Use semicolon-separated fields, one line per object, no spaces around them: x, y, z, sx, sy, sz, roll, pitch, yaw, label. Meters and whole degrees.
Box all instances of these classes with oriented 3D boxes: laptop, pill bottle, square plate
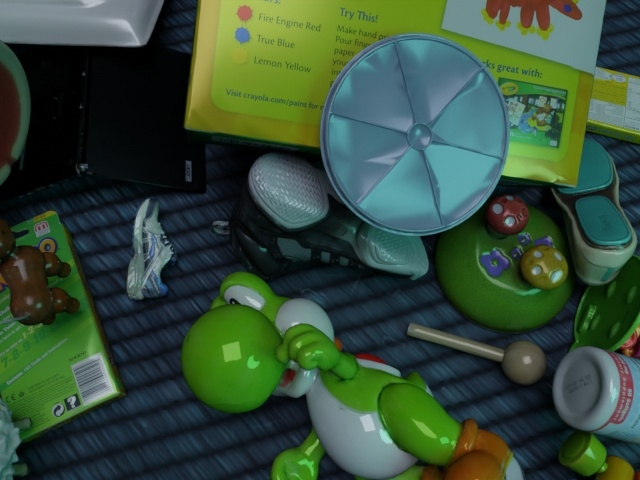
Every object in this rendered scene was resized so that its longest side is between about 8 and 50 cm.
-0.314;-0.161;0.805;0.264;0.136;0.235;-15;66;20;laptop
0.336;0.170;0.593;0.160;0.087;0.087;16;67;-13;pill bottle
-0.393;-0.409;0.838;0.343;0.049;0.347;2;53;1;square plate

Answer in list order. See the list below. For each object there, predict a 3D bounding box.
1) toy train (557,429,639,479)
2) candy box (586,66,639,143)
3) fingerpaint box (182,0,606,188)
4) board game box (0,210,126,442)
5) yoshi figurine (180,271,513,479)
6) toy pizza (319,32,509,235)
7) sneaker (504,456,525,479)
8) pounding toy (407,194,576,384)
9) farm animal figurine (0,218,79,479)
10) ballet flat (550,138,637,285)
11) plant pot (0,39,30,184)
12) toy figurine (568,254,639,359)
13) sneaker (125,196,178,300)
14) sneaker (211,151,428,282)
0.319;0.254;0.600;0.143;0.105;0.248;41;46;7;toy train
0.409;-0.209;0.838;0.205;0.027;0.105;16;71;5;candy box
0.087;-0.272;0.656;0.444;0.163;0.372;6;95;-12;fingerpaint box
-0.340;0.095;0.687;0.124;0.039;0.260;-24;73;-10;board game box
-0.006;0.174;0.584;0.362;0.203;0.204;36;81;19;yoshi figurine
0.096;-0.105;0.576;0.201;0.032;0.202;-1;97;-10;toy pizza
0.202;0.355;0.581;0.091;0.094;0.258;13;67;-22;sneaker
0.231;0.035;0.689;0.182;0.110;0.237;24;69;8;pounding toy
-0.453;0.096;0.590;0.330;0.172;0.327;2;75;12;farm animal figurine
0.346;-0.038;0.731;0.086;0.086;0.248;15;42;5;ballet flat
-0.486;-0.159;0.618;0.243;0.275;0.275;17;68;4;plant pot
0.400;0.127;0.668;0.159;0.130;0.173;25;91;-2;toy figurine
-0.211;0.012;0.724;0.058;0.052;0.135;4;75;-11;sneaker
0.000;0.000;0.705;0.268;0.153;0.101;26;45;-28;sneaker
